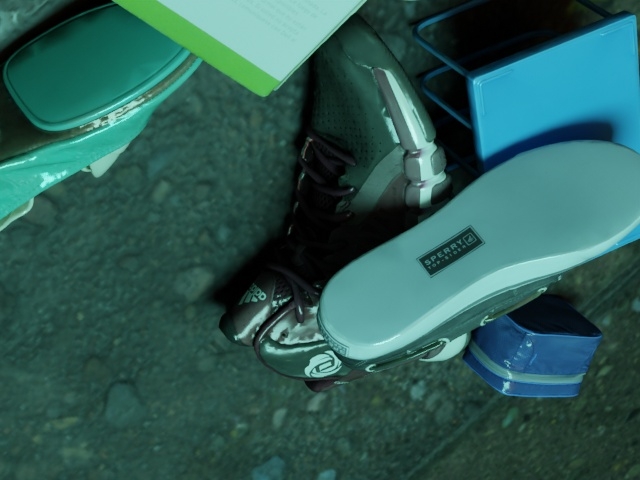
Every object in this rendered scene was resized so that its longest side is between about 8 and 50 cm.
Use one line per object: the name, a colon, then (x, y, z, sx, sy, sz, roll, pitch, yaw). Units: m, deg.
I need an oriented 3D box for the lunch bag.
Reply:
lunch bag: (0.162, 0.083, 1.091, 0.098, 0.067, 0.065, 6, 115, -32)

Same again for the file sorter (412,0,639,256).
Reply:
file sorter: (0.137, -0.073, 0.961, 0.118, 0.104, 0.170, -23, 127, -15)

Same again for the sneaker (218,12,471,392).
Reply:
sneaker: (0.000, 0.000, 0.933, 0.162, 0.106, 0.281, -25, 127, -10)

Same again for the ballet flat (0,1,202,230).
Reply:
ballet flat: (-0.170, -0.059, 0.832, 0.247, 0.083, 0.087, -31, 152, -9)

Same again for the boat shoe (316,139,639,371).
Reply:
boat shoe: (0.104, 0.016, 0.891, 0.228, 0.080, 0.076, -31, 156, -10)

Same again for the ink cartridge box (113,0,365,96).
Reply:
ink cartridge box: (-0.019, -0.223, 0.723, 0.189, 0.097, 0.255, 31, 122, -29)
